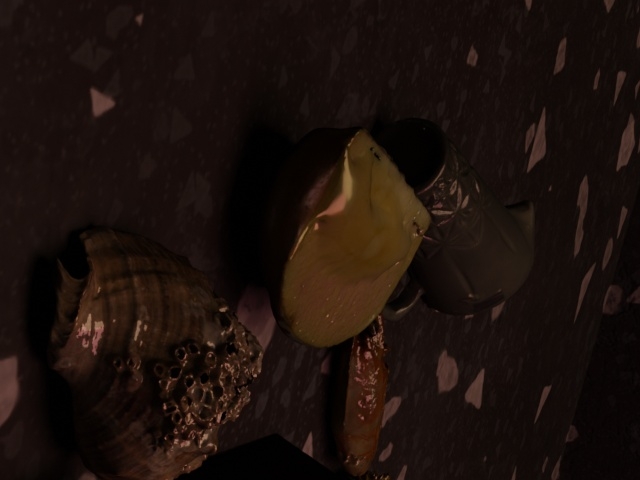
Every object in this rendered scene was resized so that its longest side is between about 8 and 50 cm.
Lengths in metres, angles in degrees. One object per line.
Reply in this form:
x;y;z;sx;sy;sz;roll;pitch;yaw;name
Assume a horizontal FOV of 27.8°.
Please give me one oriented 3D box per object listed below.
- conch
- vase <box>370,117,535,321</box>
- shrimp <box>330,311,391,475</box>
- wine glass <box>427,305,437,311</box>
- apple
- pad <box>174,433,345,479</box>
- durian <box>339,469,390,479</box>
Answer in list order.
-0.136;0.087;1.003;0.178;0.163;0.245;-98;163;-50;conch
0.136;-0.021;1.543;0.251;0.156;0.301;-45;147;-4;vase
0.055;0.157;1.560;0.154;0.062;0.294;-65;163;-50;shrimp
0.162;0.061;1.767;0.039;0.042;0.083;-22;133;-26;wine glass
0.000;0.000;1.250;0.193;0.120;0.265;-59;154;-6;apple
-0.030;0.255;1.281;0.006;0.170;0.245;-62;161;12;pad
0.055;0.361;1.639;0.208;0.102;0.146;-44;140;-58;durian
